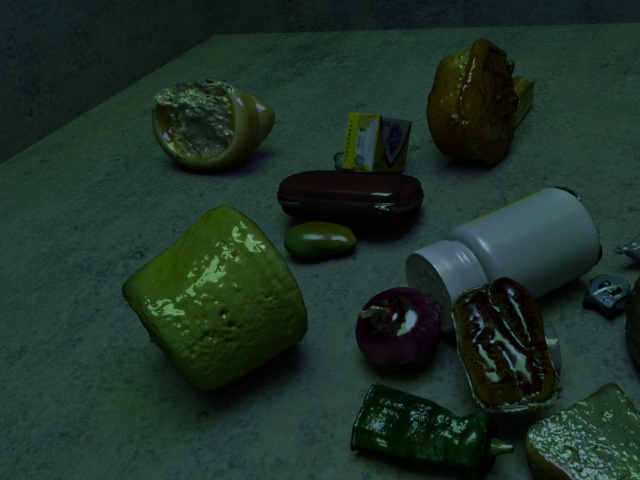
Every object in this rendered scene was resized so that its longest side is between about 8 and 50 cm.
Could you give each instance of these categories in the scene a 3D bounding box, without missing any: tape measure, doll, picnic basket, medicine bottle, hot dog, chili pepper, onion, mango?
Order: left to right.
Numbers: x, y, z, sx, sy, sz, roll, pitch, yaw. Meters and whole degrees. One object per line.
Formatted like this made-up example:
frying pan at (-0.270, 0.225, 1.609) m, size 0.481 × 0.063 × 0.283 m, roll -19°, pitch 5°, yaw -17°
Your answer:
mango at (-0.002, -0.001, 1.591) m, size 0.191 × 0.086 × 0.122 m, roll -2°, pitch 21°, yaw -4°
picnic basket at (0.080, -0.262, 1.954) m, size 0.083 × 0.065 × 0.083 m, roll 19°, pitch 61°, yaw 43°
onion at (0.158, 0.178, 1.221) m, size 0.177 × 0.153 × 0.177 m, roll -2°, pitch 37°, yaw 1°
chili pepper at (0.195, 0.332, 1.034) m, size 0.270 × 0.099 × 0.136 m, roll 7°, pitch 27°, yaw 30°
medicine bottle at (0.392, 0.042, 1.293) m, size 0.378 × 0.214 × 0.213 m, roll -22°, pitch 36°, yaw -17°
hot dog at (0.326, 0.185, 1.068) m, size 0.162 × 0.082 × 0.271 m, roll -10°, pitch 53°, yaw 5°
tape measure at (0.606, 0.115, 1.267) m, size 0.094 × 0.054 × 0.091 m, roll -38°, pitch 40°, yaw -20°
doll at (0.767, 0.018, 1.342) m, size 0.227 × 0.075 × 0.102 m, roll -4°, pitch 44°, yaw -6°

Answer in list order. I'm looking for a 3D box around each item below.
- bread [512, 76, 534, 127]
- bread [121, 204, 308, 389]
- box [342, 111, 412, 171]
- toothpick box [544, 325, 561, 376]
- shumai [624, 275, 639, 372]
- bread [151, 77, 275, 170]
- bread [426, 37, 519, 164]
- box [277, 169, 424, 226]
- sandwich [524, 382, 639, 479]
bread at (0.597, -0.490, 2.090) m, size 0.239 × 0.111 × 0.246 m, roll 14°, pitch 41°, yaw 31°
bread at (-0.213, 0.126, 1.244) m, size 0.307 × 0.348 × 0.348 m, roll -34°, pitch 40°, yaw -22°
box at (0.173, -0.290, 1.789) m, size 0.097 × 0.168 × 0.265 m, roll 14°, pitch 11°, yaw 27°
toothpick box at (0.372, 0.216, 1.149) m, size 0.148 × 0.098 × 0.098 m, roll -5°, pitch 35°, yaw 9°
shumai at (0.733, 0.154, 1.038) m, size 0.288 × 0.292 × 0.330 m, roll 6°, pitch -4°, yaw -7°
bread at (-0.386, -0.424, 2.084) m, size 0.423 × 0.329 × 0.245 m, roll 3°, pitch 36°, yaw 29°
bread at (0.465, -0.419, 1.826) m, size 0.204 × 0.337 × 0.358 m, roll 3°, pitch 62°, yaw 36°
box at (0.082, -0.123, 1.673) m, size 0.403 × 0.108 × 0.263 m, roll 7°, pitch 20°, yaw 25°
sandwich at (0.468, 0.357, 0.932) m, size 0.226 × 0.087 × 0.251 m, roll -23°, pitch 36°, yaw -14°
